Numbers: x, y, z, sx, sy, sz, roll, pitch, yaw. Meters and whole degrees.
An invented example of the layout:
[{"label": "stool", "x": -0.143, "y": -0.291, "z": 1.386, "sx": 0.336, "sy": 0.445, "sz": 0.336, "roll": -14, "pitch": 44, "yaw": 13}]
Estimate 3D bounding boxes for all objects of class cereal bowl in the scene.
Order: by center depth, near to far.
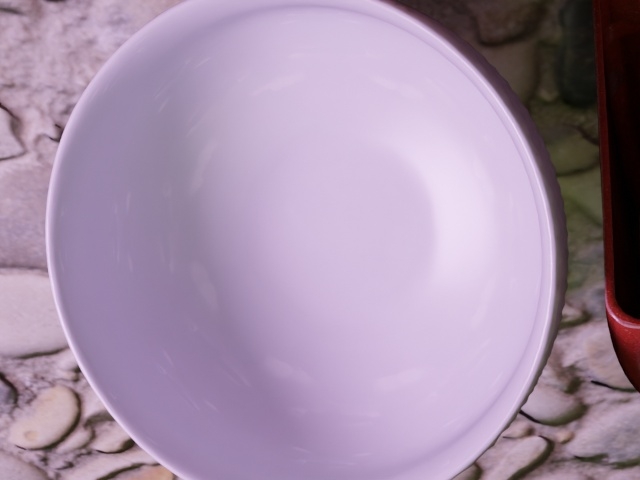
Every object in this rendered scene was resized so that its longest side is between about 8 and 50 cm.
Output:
[{"label": "cereal bowl", "x": 0.000, "y": 0.000, "z": 0.873, "sx": 0.339, "sy": 0.141, "sz": 0.338, "roll": 3, "pitch": 99, "yaw": 19}]

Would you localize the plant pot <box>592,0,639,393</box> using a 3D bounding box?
[{"label": "plant pot", "x": 0.318, "y": -0.011, "z": 0.907, "sx": 0.267, "sy": 0.267, "sz": 0.235, "roll": 0, "pitch": 151, "yaw": 8}]
